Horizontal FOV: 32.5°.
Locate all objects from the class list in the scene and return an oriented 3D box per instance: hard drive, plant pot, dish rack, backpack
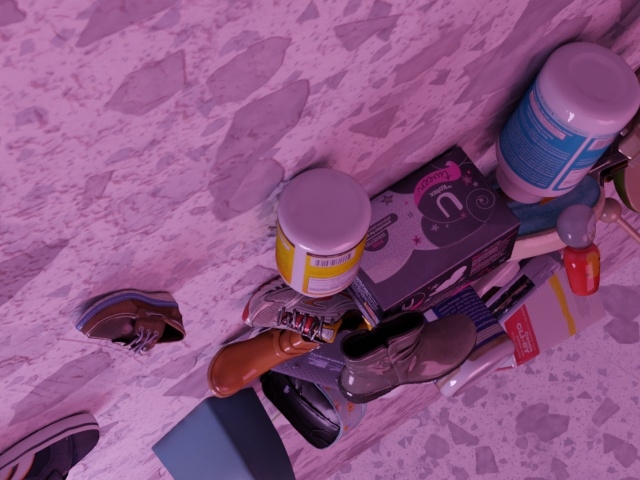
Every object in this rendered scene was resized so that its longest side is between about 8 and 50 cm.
[{"bbox_3d":[0.033,0.162,1.883,0.172,0.054,0.254,18,136,-15],"label":"hard drive"},{"bbox_3d":[-0.159,0.426,2.053,0.165,0.234,0.166,-43,161,22],"label":"plant pot"},{"bbox_3d":[0.323,0.053,2.111,0.285,0.072,0.333,-47,176,37],"label":"dish rack"},{"bbox_3d":[-0.001,0.291,2.075,0.144,0.188,0.166,-21,157,-40],"label":"backpack"}]

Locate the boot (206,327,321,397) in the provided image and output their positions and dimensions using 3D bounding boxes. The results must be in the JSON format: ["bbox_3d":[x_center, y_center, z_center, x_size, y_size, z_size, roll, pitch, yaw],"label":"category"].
[{"bbox_3d":[-0.079,0.177,1.752,0.152,0.073,0.197,-19,-167,43],"label":"boot"}]

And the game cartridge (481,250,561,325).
[{"bbox_3d":[0.340,0.122,2.100,0.294,0.060,0.196,-46,172,14],"label":"game cartridge"}]

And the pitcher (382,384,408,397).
[{"bbox_3d":[0.114,0.269,2.387,0.178,0.125,0.207,-14,149,-4],"label":"pitcher"}]

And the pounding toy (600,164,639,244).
[{"bbox_3d":[0.635,-0.126,2.298,0.183,0.110,0.236,31,76,-41],"label":"pounding toy"}]

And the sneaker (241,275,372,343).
[{"bbox_3d":[-0.012,0.109,1.681,0.225,0.092,0.088,-2,139,-26],"label":"sneaker"}]

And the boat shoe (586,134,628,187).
[{"bbox_3d":[0.528,-0.123,2.181,0.233,0.079,0.084,-39,164,14],"label":"boat shoe"}]

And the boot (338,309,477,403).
[{"bbox_3d":[0.139,0.151,1.613,0.247,0.083,0.161,-23,153,-18],"label":"boot"}]

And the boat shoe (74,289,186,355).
[{"bbox_3d":[-0.226,0.104,1.364,0.066,0.066,0.183,-44,161,24],"label":"boat shoe"}]

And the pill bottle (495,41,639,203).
[{"bbox_3d":[0.352,-0.161,1.630,0.146,0.146,0.264,-26,161,-28],"label":"pill bottle"}]

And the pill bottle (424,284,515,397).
[{"bbox_3d":[0.203,0.126,1.904,0.153,0.264,0.153,-32,163,-11],"label":"pill bottle"}]

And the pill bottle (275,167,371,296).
[{"bbox_3d":[0.000,0.000,1.434,0.117,0.117,0.215,-31,162,-16],"label":"pill bottle"}]

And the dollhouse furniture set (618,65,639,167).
[{"bbox_3d":[0.610,-0.249,1.601,0.303,0.174,0.355,-50,-174,35],"label":"dollhouse furniture set"}]

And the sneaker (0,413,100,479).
[{"bbox_3d":[-0.442,0.376,1.577,0.321,0.127,0.126,-29,160,-25],"label":"sneaker"}]

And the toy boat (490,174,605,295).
[{"bbox_3d":[0.372,-0.037,1.809,0.268,0.318,0.148,-18,117,-8],"label":"toy boat"}]

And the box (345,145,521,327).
[{"bbox_3d":[0.150,0.002,1.647,0.247,0.163,0.142,-31,159,-12],"label":"box"}]

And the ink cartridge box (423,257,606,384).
[{"bbox_3d":[0.417,0.175,2.463,0.385,0.160,0.279,-19,180,-44],"label":"ink cartridge box"}]

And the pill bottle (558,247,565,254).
[{"bbox_3d":[0.507,-0.001,2.442,0.086,0.086,0.152,-32,162,-13],"label":"pill bottle"}]

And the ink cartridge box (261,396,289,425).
[{"bbox_3d":[0.005,0.321,2.307,0.235,0.056,0.171,4,138,-46],"label":"ink cartridge box"}]
